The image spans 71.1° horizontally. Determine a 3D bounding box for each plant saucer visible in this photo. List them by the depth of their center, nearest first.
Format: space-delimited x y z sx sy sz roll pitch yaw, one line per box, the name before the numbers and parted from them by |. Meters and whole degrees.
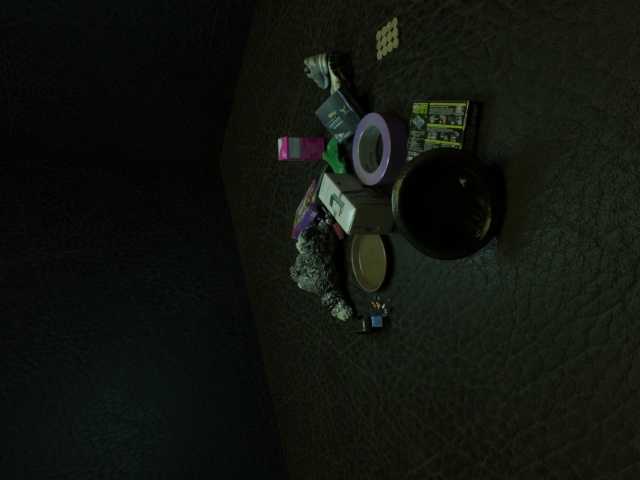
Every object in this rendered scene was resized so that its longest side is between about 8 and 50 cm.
plant saucer | 0.213 0.077 1.892 0.277 0.041 0.278 13 105 63

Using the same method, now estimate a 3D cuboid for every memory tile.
memory tile | 0.259 -0.773 1.719 0.148 0.012 0.114 177 90 -65

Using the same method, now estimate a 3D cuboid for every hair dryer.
hair dryer | 0.053 -0.108 2.028 0.294 0.079 0.224 57 -149 -48

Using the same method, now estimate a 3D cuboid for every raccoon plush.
raccoon plush | 0.046 0.117 2.097 0.446 0.216 0.299 38 138 21

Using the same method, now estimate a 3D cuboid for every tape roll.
tape roll | 0.229 -0.353 1.746 0.274 0.090 0.275 14 105 63

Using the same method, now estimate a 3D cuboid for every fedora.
fedora | 0.365 -0.112 1.333 0.152 0.333 0.335 -68 -19 -76

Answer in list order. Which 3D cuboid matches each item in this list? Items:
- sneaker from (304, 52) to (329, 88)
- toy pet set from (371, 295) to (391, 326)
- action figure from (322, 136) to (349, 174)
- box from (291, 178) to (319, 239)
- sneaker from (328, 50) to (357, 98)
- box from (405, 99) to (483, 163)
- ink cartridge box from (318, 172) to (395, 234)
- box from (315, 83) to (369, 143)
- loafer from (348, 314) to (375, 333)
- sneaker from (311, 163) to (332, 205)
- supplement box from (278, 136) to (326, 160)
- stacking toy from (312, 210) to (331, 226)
sneaker | -0.015 -0.798 2.092 0.281 0.115 0.105 57 -144 -84
toy pet set | 0.233 0.292 1.845 0.122 0.065 0.114 177 90 -65
action figure | 0.082 -0.367 2.082 0.232 0.063 0.137 -111 32 -41
box | -0.071 -0.155 2.355 0.293 0.057 0.201 126 158 -53
sneaker | 0.077 -0.705 2.003 0.122 0.109 0.284 148 115 -65
box | 0.389 -0.340 1.447 0.270 0.060 0.217 31 120 59
ink cartridge box | 0.151 -0.151 1.798 0.289 0.210 0.122 55 139 46
box | 0.094 -0.539 1.933 0.183 0.059 0.232 51 154 -9
loafer | 0.183 0.364 1.944 0.220 0.080 0.079 144 130 -69
sneaker | 0.046 -0.263 2.174 0.083 0.118 0.222 114 176 -76
supplement box | -0.092 -0.461 2.253 0.111 0.219 0.114 -168 77 -64
stacking toy | 0.002 -0.098 2.260 0.167 0.052 0.221 -57 38 41
